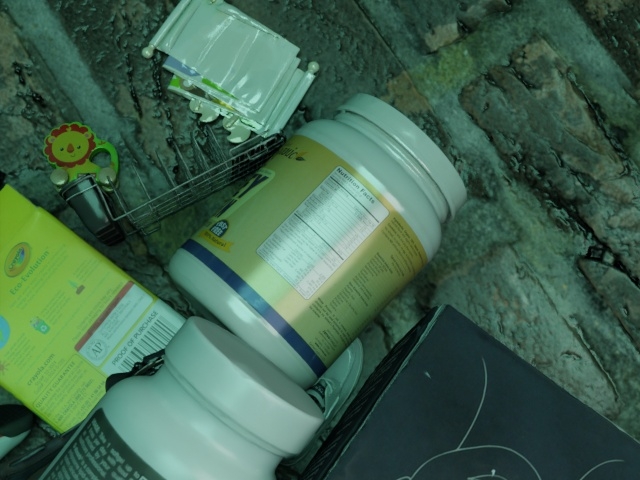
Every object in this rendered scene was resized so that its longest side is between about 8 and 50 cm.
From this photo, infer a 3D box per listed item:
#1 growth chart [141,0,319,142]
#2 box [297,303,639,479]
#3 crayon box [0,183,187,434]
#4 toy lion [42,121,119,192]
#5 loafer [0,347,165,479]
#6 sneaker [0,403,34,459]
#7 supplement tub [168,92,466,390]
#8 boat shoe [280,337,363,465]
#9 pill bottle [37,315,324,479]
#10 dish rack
[{"bbox_3d":[-0.124,-0.237,1.420,0.237,0.021,0.172,38,80,8],"label":"growth chart"},{"bbox_3d":[0.150,0.414,1.055,0.480,0.297,0.471,37,61,4],"label":"box"},{"bbox_3d":[-0.323,0.102,1.305,0.318,0.081,0.202,38,80,7],"label":"crayon box"},{"bbox_3d":[-0.315,-0.111,1.386,0.100,0.034,0.096,-1,69,-1],"label":"toy lion"},{"bbox_3d":[-0.236,0.196,1.192,0.302,0.109,0.095,-43,77,-6],"label":"loafer"},{"bbox_3d":[-0.457,0.310,1.259,0.270,0.090,0.145,-24,112,-29],"label":"sneaker"},{"bbox_3d":[0.000,0.000,1.257,0.228,0.228,0.316,42,79,9],"label":"supplement tub"},{"bbox_3d":[-0.006,0.191,1.294,0.066,0.063,0.184,36,79,8],"label":"boat shoe"},{"bbox_3d":[-0.173,0.268,1.049,0.210,0.210,0.363,38,91,8],"label":"pill bottle"},{"bbox_3d":[-0.171,-0.078,1.293,0.272,0.208,0.074,-27,89,-7],"label":"dish rack"}]
